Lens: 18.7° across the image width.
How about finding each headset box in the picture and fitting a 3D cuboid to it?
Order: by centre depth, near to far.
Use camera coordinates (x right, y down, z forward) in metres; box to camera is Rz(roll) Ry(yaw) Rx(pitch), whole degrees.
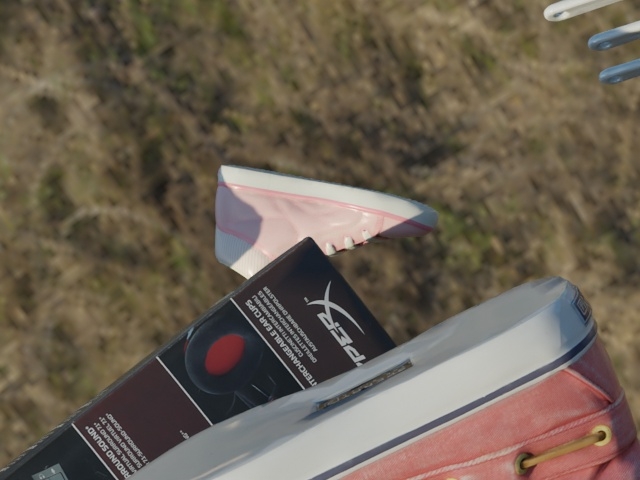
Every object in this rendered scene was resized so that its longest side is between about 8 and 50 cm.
[{"bbox_3d":[-0.105,0.142,0.946,0.293,0.110,0.218,-38,0,-17],"label":"headset box"}]

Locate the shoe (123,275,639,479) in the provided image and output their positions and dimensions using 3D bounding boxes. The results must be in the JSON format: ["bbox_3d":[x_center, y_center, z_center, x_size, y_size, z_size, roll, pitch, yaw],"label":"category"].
[{"bbox_3d":[0.013,0.084,0.583,0.178,0.081,0.063,-26,10,5],"label":"shoe"}]

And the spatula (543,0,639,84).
[{"bbox_3d":[0.271,-0.161,1.232,0.242,0.168,0.019,-15,69,22],"label":"spatula"}]

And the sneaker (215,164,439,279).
[{"bbox_3d":[0.000,0.000,1.112,0.134,0.070,0.051,10,0,19],"label":"sneaker"}]
